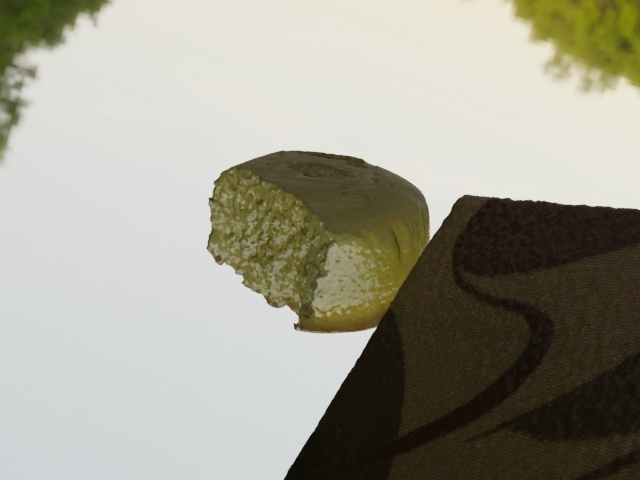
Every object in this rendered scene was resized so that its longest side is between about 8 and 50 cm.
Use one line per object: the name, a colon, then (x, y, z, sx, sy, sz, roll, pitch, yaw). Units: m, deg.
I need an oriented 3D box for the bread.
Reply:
bread: (0.010, -0.001, 1.023, 0.125, 0.086, 0.156, -12, -153, -29)

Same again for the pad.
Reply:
pad: (0.085, 0.078, 0.606, 0.004, 0.220, 0.330, 38, 166, -25)
